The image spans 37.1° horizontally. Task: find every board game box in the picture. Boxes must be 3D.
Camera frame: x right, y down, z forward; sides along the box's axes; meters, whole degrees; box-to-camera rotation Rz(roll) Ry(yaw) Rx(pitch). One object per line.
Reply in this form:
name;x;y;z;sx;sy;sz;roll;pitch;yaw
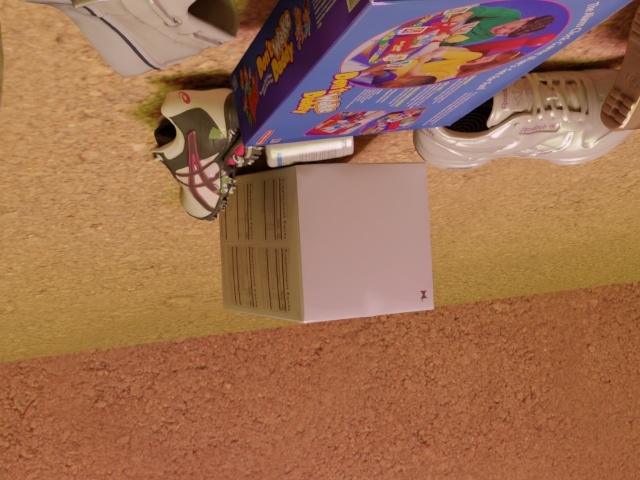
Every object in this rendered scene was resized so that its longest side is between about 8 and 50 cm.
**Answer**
board game box;0.078;-0.175;0.819;0.233;0.078;0.347;-8;172;-20

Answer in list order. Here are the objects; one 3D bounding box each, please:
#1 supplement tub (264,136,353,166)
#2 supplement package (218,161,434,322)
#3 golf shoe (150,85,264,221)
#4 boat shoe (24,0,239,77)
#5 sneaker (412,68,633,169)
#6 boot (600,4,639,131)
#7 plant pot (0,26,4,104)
supplement tub;-0.017;-0.131;1.170;0.107;0.071;0.071;-8;166;-5
supplement package;0.000;0.000;1.316;0.199;0.198;0.262;-3;-179;-27
golf shoe;-0.148;-0.111;1.149;0.120;0.105;0.273;11;155;-15
boat shoe;-0.115;-0.208;0.658;0.156;0.136;0.367;-11;169;5
sneaker;0.268;-0.155;1.187;0.305;0.114;0.152;-11;167;4
boot;0.429;-0.237;1.078;0.206;0.090;0.248;-26;154;-36
plant pot;-0.387;-0.093;0.612;0.333;0.334;0.305;-5;179;-22
